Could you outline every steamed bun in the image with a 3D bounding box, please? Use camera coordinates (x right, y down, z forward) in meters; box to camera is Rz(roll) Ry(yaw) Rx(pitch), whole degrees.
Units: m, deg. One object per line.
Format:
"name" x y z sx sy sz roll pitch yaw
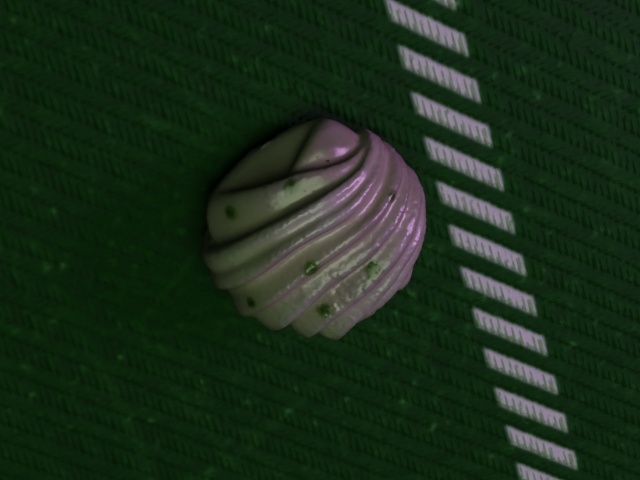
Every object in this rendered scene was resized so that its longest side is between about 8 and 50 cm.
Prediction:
"steamed bun" 0.000 0.000 1.539 0.183 0.106 0.183 -4 116 -9
